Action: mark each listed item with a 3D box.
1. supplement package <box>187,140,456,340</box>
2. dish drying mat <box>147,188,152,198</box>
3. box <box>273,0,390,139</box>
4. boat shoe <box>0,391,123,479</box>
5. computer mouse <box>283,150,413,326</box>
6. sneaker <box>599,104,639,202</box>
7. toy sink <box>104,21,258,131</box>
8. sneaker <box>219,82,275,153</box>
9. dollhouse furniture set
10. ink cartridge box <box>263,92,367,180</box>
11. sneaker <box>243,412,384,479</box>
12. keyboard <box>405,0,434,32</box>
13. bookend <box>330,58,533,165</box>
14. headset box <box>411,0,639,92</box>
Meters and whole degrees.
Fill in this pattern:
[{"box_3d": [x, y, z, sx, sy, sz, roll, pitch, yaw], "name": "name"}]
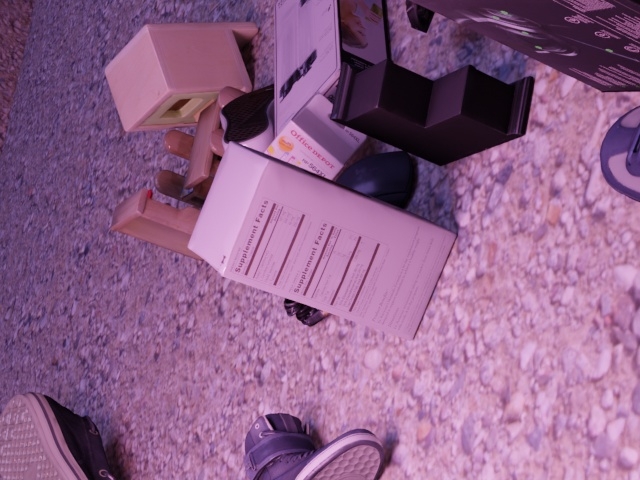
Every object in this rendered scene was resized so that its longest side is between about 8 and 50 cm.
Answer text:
[{"box_3d": [0.000, 0.000, 1.420, 0.139, 0.244, 0.134, 30, 99, 64], "name": "supplement package"}, {"box_3d": [-0.327, -0.053, 2.376, 0.032, 0.008, 0.083, -27, 49, 55], "name": "dish drying mat"}, {"box_3d": [0.012, -0.269, 1.777, 0.169, 0.087, 0.290, -46, 34, 39], "name": "box"}, {"box_3d": [-0.361, 0.423, 1.936, 0.187, 0.156, 0.500, -55, 40, 17], "name": "boat shoe"}, {"box_3d": [0.019, -0.002, 1.597, 0.262, 0.060, 0.184, -35, 41, 50], "name": "computer mouse"}, {"box_3d": [0.308, -0.092, 1.015, 0.319, 0.131, 0.112, -1, 72, 63], "name": "sneaker"}, {"box_3d": [-0.211, -0.270, 2.132, 0.153, 0.234, 0.131, -33, 73, 46], "name": "toy sink"}, {"box_3d": [-0.085, -0.140, 1.863, 0.105, 0.123, 0.290, -16, 23, 12], "name": "sneaker"}, {"box_3d": [-0.213, -0.113, 2.019, 0.212, 0.161, 0.242, -26, 49, 55], "name": "dollhouse furniture set"}, {"box_3d": [-0.017, -0.111, 1.645, 0.143, 0.092, 0.090, -48, 3, 37], "name": "ink cartridge box"}, {"box_3d": [-0.015, 0.241, 1.455, 0.226, 0.086, 0.163, -52, 33, 34], "name": "sneaker"}, {"box_3d": [0.175, -0.398, 1.526, 0.201, 0.033, 0.317, 15, -83, -81], "name": "keyboard"}, {"box_3d": [0.120, -0.155, 1.401, 0.156, 0.157, 0.072, -18, 56, 59], "name": "bookend"}, {"box_3d": [0.247, -0.230, 1.108, 0.283, 0.246, 0.131, 12, 83, 65], "name": "headset box"}]
